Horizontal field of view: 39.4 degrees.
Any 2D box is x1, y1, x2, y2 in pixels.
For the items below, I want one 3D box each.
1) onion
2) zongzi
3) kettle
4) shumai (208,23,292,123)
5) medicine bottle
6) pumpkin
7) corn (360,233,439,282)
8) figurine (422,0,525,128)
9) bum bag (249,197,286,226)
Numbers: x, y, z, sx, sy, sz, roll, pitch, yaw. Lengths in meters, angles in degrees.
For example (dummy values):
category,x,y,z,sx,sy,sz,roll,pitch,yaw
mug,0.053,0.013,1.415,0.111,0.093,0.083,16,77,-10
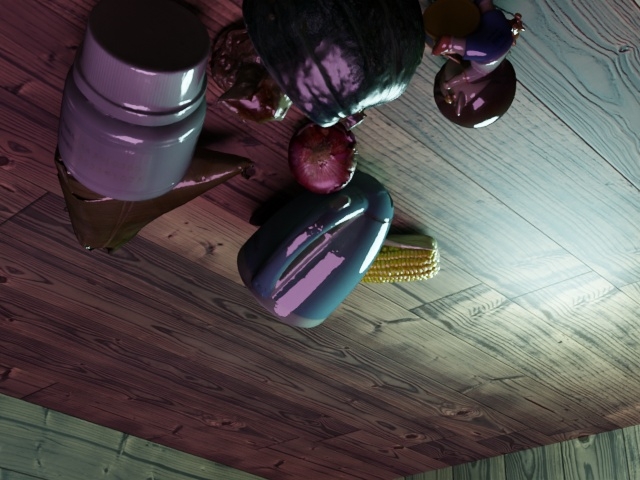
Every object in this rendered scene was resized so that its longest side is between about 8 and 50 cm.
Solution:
category,x,y,z,sx,sy,sz,roll,pitch,yaw
onion,0.014,-0.169,1.787,0.150,0.150,0.140,-8,-177,17
zongzi,-0.365,-0.072,1.912,0.418,0.181,0.447,5,151,-6
kettle,0.000,0.000,1.892,0.342,0.247,0.319,-46,170,28
shumai,-0.103,-0.272,1.552,0.206,0.175,0.166,-22,141,40
medicine bottle,-0.319,-0.245,1.545,0.245,0.245,0.306,11,139,-14
pumpkin,0.052,-0.321,1.365,0.197,0.293,0.263,-23,100,31
corn,0.130,0.041,2.124,0.305,0.122,0.123,0,177,8
figurine,0.258,-0.290,1.536,0.158,0.161,0.275,35,159,28
bum bag,-0.074,-0.051,2.067,0.159,0.026,0.109,15,147,-30
